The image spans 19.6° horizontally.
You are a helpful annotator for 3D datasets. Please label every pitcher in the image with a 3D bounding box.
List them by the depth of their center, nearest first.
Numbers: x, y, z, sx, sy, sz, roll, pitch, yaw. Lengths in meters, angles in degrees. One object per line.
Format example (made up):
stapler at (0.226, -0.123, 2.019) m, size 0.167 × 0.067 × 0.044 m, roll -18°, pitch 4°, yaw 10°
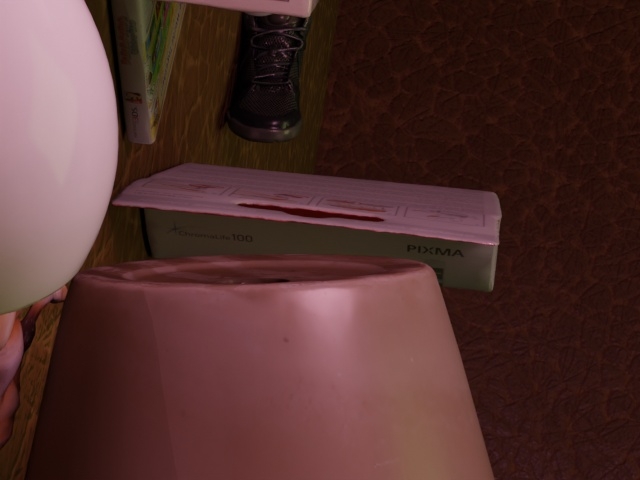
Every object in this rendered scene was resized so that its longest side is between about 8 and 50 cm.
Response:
pitcher at (-0.155, -0.067, 0.666) m, size 0.178 × 0.125 × 0.207 m, roll -44°, pitch 136°, yaw -50°

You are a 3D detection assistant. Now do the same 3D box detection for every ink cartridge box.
ink cartridge box at (0.000, 0.000, 1.601) m, size 0.385 × 0.308 × 0.091 m, roll -57°, pitch 152°, yaw -81°

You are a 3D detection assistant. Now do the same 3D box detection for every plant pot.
plant pot at (-0.032, 0.153, 0.965) m, size 0.323 × 0.323 × 0.280 m, roll -50°, pitch 139°, yaw -83°

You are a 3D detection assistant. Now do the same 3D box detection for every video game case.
video game case at (-0.125, -0.224, 1.430) m, size 0.206 × 0.026 × 0.227 m, roll 92°, pitch 6°, yaw -56°

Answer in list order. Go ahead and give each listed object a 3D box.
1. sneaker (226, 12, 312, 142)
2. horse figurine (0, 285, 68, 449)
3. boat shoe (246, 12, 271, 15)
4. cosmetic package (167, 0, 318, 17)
sneaker at (-0.058, -0.196, 2.100) m, size 0.227 × 0.087 × 0.130 m, roll -82°, pitch 176°, yaw -62°
horse figurine at (-0.165, 0.037, 0.930) m, size 0.174 × 0.066 × 0.263 m, roll -69°, pitch 174°, yaw -54°
boat shoe at (-0.066, -0.278, 1.557) m, size 0.076 × 0.080 × 0.229 m, roll 93°, pitch -18°, yaw -67°
cosmetic package at (-0.063, -0.309, 1.185) m, size 0.113 × 0.160 × 0.310 m, roll -74°, pitch 171°, yaw -74°
